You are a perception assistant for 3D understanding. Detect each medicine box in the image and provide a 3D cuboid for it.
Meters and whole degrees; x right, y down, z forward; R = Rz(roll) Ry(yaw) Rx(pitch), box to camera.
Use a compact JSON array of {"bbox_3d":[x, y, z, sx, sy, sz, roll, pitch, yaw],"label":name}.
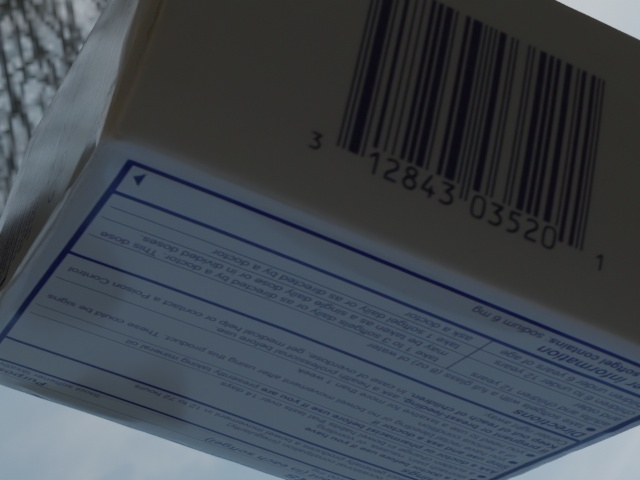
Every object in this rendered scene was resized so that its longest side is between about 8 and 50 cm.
[{"bbox_3d":[0.000,0.000,0.678,0.263,0.289,0.149,22,-118,-16],"label":"medicine box"}]
